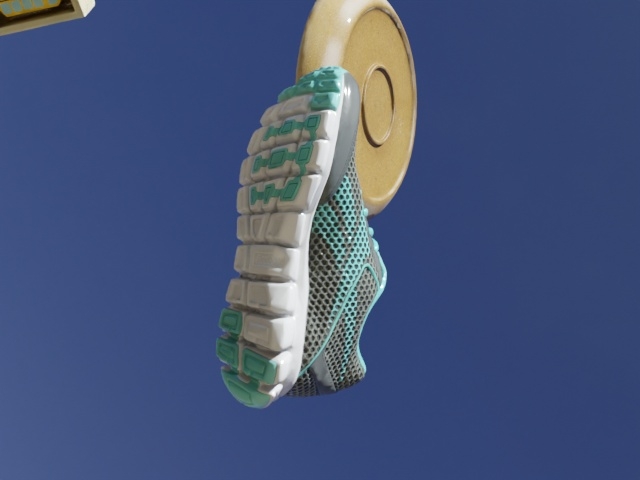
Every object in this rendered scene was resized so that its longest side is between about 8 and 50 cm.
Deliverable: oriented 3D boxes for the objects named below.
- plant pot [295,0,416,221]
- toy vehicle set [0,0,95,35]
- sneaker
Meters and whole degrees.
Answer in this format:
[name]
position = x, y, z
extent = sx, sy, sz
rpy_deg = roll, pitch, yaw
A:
[plant pot]
position = 0.044, -0.128, 0.898
extent = 0.032, 0.236, 0.236
rpy_deg = 3, -74, 26
[toy vehicle set]
position = -0.362, -0.264, 0.878
extent = 0.267, 0.035, 0.166
rpy_deg = -9, -58, 14
[sneaker]
position = 0.000, 0.000, 0.467
extent = 0.065, 0.076, 0.166
rpy_deg = 10, -92, 52
